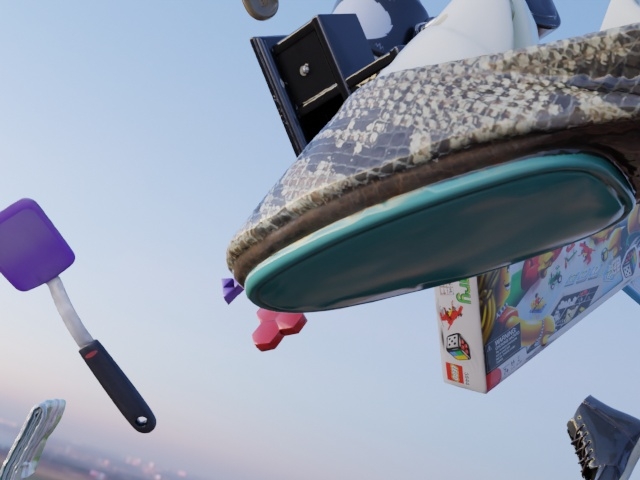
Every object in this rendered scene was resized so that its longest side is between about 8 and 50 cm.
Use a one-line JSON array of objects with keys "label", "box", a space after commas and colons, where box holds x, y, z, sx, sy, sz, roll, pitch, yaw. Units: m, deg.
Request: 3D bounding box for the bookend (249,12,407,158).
[{"label": "bookend", "box": [0.036, -0.148, 0.950, 0.157, 0.156, 0.072, -25, -6, 40]}]

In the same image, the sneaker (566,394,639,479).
[{"label": "sneaker", "box": [0.409, 0.336, 1.583, 0.118, 0.222, 0.083, 30, -44, 19]}]

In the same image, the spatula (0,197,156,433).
[{"label": "spatula", "box": [-0.269, 0.093, 1.151, 0.296, 0.084, 0.030, 59, 7, -9]}]

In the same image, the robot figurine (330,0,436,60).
[{"label": "robot figurine", "box": [0.082, -0.309, 1.711, 0.174, 0.278, 0.209, 24, -27, -10]}]

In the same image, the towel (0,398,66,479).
[{"label": "towel", "box": [-0.356, 0.252, 1.308, 0.023, 0.113, 0.152, 27, -6, 1]}]

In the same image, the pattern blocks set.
[{"label": "pattern blocks set", "box": [0.000, 0.000, 1.510, 0.026, 0.325, 0.285, 57, -4, -39]}]

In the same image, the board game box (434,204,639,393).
[{"label": "board game box", "box": [0.212, -0.012, 0.968, 0.053, 0.192, 0.305, 11, 28, 42]}]

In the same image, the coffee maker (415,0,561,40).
[{"label": "coffee maker", "box": [0.248, -0.287, 1.486, 0.178, 0.120, 0.171, -35, -90, 43]}]

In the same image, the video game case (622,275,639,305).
[{"label": "video game case", "box": [0.525, 0.059, 1.624, 0.119, 0.166, 0.015, 39, -48, -4]}]

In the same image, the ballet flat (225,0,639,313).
[{"label": "ballet flat", "box": [0.170, -0.082, 0.559, 0.483, 0.181, 0.164, -12, -20, 24]}]

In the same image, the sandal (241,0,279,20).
[{"label": "sandal", "box": [-0.107, -0.409, 1.540, 0.049, 0.072, 0.180, 20, -40, 61]}]
